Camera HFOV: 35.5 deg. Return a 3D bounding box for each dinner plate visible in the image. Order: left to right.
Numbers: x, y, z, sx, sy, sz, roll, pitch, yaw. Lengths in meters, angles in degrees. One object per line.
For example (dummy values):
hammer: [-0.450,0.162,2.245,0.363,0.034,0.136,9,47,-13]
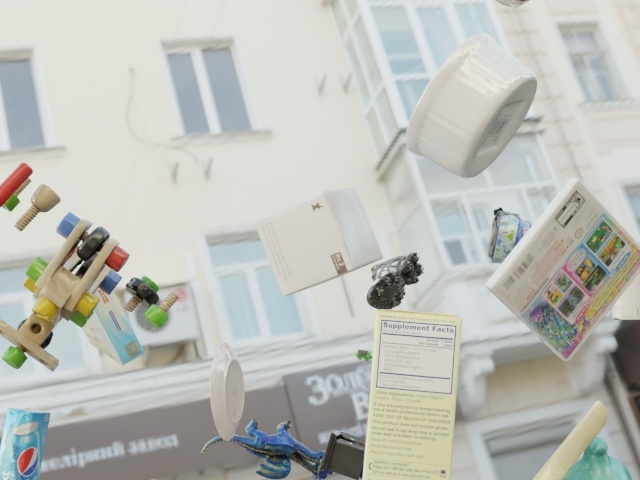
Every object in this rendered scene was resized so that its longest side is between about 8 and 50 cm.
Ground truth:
dinner plate: [-0.131,0.218,1.448,0.017,0.141,0.141,-3,-18,13]

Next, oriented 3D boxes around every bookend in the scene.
bookend: [0.089,0.434,1.965,0.156,0.072,0.157,17,-7,10]

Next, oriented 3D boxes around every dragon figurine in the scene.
dragon figurine: [-0.104,0.462,2.182,0.289,0.144,0.085,9,-73,-29]

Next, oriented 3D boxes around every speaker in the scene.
speaker: [0.532,0.069,1.730,0.055,0.136,0.055,-1,-1,0]

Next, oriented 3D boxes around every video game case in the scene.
video game case: [0.278,0.034,1.117,0.157,0.143,0.019,-50,23,-5]

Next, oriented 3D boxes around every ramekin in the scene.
ramekin: [0.305,-0.256,1.970,0.277,0.135,0.277,-45,-21,-22]

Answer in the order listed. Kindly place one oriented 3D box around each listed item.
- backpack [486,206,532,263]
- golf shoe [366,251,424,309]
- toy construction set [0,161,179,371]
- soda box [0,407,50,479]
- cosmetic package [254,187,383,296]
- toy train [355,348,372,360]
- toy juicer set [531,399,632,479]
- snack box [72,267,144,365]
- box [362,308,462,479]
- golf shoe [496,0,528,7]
backpack: [0.383,-0.002,2.017,0.084,0.105,0.114,10,15,8]
golf shoe: [0.139,0.092,2.124,0.093,0.077,0.198,-4,19,37]
toy construction set: [-0.438,0.068,1.554,0.309,0.237,0.257,49,-21,-27]
soda box: [-0.655,0.475,2.182,0.071,0.210,0.067,5,-7,22]
cosmetic package: [0.000,0.000,1.842,0.151,0.151,0.183,-23,-4,20]
toy train: [0.103,0.205,1.758,0.083,0.017,0.024,8,-26,3]
toy juicer set: [0.356,0.388,1.408,0.209,0.329,0.089,-33,25,-6]
snack box: [-0.497,0.161,2.222,0.060,0.187,0.322,-30,16,-21]
box: [0.130,0.231,1.404,0.117,0.243,0.213,5,-9,7]
golf shoe: [0.286,-0.391,1.418,0.115,0.306,0.140,-33,-60,4]
